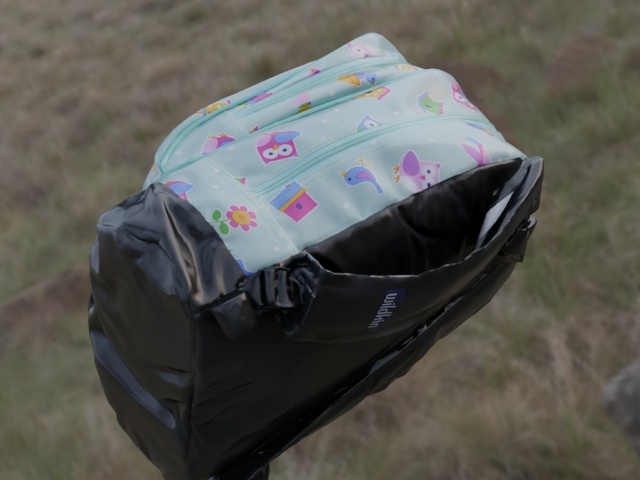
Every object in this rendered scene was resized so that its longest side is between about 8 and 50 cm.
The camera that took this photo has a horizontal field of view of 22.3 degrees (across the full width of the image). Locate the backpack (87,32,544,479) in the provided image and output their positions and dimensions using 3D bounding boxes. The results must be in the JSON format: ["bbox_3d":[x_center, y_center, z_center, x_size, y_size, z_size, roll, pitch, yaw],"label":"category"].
[{"bbox_3d":[0.000,0.000,0.635,0.182,0.115,0.152,-30,-22,-27],"label":"backpack"}]
